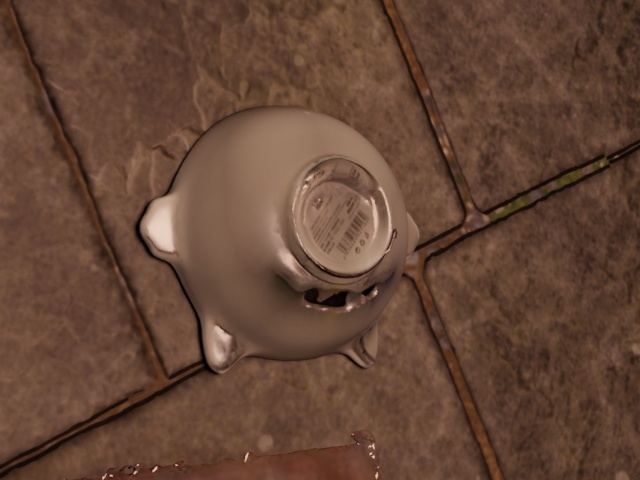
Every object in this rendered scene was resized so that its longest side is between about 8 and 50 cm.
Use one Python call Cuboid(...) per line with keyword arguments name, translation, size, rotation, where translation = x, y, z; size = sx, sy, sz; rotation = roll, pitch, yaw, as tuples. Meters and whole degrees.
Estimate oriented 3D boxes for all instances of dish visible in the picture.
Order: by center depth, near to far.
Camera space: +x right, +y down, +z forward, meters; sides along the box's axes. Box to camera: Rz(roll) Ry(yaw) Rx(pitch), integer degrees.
Cuboid(name="dish", translation=(0.000, 0.000, 0.959), size=(0.236, 0.086, 0.227), rotation=(-26, 97, -33))

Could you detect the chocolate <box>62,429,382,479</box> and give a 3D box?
Cuboid(name="chocolate", translation=(-0.098, 0.203, 0.826), size=(0.321, 0.112, 0.111), rotation=(0, 72, -40))
